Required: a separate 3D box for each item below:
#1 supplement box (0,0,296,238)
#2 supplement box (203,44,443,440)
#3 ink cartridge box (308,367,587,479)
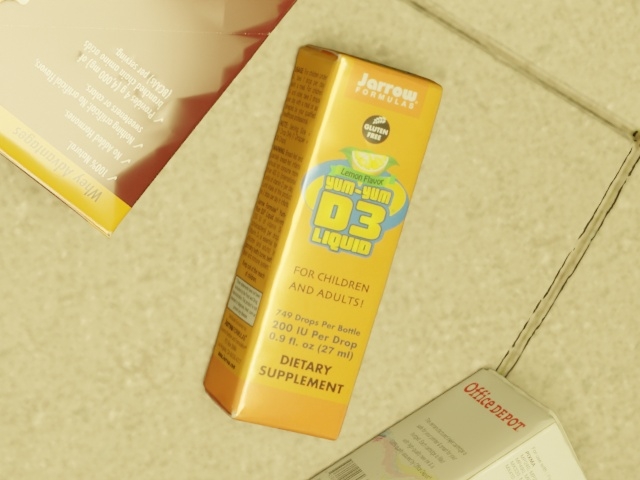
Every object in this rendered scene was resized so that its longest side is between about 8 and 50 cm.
[{"bbox_3d":[-0.142,-0.142,0.995,0.191,0.129,0.194,39,88,-18],"label":"supplement box"},{"bbox_3d":[0.000,0.000,1.085,0.078,0.080,0.233,14,93,-19],"label":"supplement box"},{"bbox_3d":[0.071,0.169,1.105,0.175,0.127,0.072,-32,107,-7],"label":"ink cartridge box"}]
